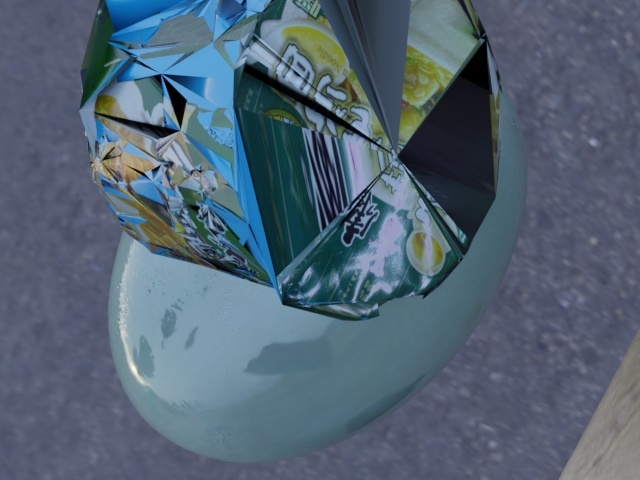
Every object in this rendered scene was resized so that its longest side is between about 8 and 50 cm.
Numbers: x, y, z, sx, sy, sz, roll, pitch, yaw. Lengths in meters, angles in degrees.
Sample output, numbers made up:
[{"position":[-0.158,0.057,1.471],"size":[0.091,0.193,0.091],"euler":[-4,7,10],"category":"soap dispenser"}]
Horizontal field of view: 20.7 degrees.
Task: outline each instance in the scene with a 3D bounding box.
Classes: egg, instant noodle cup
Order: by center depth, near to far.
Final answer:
[{"position":[-0.026,-0.072,1.089],"size":[0.178,0.240,0.240],"euler":[5,76,44],"category":"instant noodle cup"},{"position":[0.000,0.000,1.360],"size":[0.276,0.276,0.389],"euler":[31,74,39],"category":"egg"}]

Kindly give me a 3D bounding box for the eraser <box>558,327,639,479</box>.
[{"position":[0.250,0.050,0.974],"size":[0.343,0.078,0.144],"euler":[-64,18,9],"category":"eraser"}]
